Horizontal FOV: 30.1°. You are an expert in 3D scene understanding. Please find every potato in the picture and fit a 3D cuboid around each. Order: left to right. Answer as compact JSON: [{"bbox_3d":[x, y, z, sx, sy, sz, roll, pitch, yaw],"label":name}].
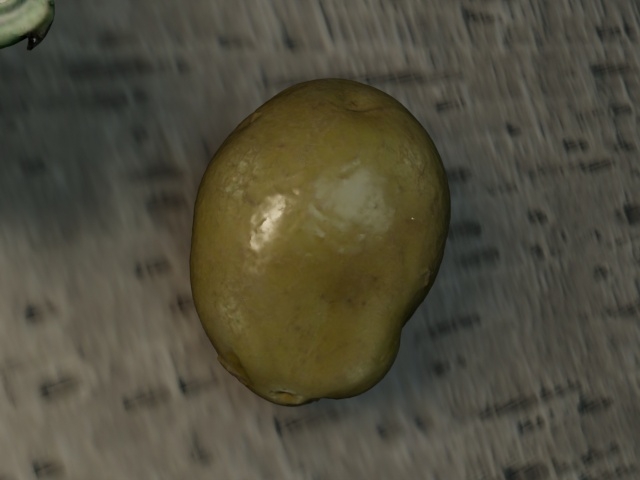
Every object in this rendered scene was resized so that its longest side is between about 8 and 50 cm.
[{"bbox_3d":[0.000,0.000,0.832,0.178,0.160,0.235,8,84,2],"label":"potato"}]

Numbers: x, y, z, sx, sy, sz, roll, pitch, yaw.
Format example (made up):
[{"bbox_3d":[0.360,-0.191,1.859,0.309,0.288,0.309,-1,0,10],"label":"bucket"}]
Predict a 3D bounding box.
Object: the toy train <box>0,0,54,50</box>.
[{"bbox_3d":[-0.279,-0.164,0.614,0.249,0.173,0.307,12,52,-32],"label":"toy train"}]
